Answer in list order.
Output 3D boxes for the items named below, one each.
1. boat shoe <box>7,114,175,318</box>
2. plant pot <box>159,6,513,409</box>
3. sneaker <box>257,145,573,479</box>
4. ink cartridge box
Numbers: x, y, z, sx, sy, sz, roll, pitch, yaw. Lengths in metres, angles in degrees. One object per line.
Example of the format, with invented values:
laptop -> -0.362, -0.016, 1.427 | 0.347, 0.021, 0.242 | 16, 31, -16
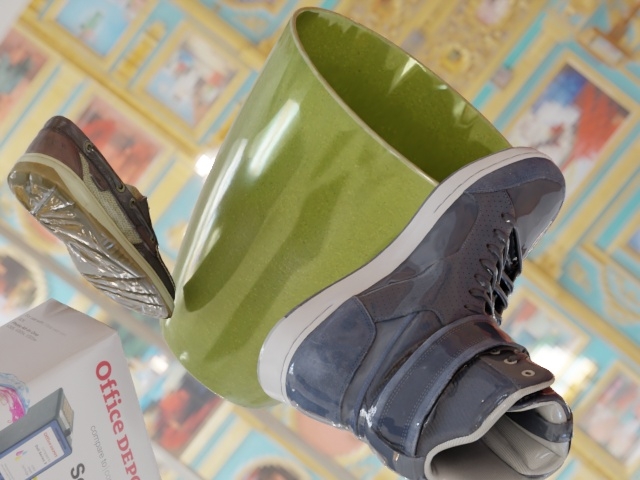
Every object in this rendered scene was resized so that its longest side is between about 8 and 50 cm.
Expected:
boat shoe -> -0.167, -0.015, 1.247 | 0.080, 0.073, 0.223 | 9, 152, 30
plant pot -> 0.000, 0.000, 1.347 | 0.275, 0.293, 0.275 | 33, -158, -15
sneaker -> 0.100, 0.046, 0.861 | 0.163, 0.226, 0.086 | 27, 148, 41
ink cartridge box -> -0.225, 0.159, 1.064 | 0.093, 0.212, 0.154 | 19, 130, 43
